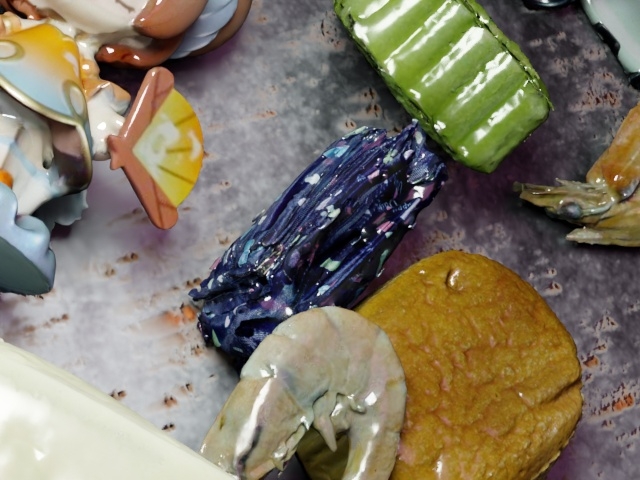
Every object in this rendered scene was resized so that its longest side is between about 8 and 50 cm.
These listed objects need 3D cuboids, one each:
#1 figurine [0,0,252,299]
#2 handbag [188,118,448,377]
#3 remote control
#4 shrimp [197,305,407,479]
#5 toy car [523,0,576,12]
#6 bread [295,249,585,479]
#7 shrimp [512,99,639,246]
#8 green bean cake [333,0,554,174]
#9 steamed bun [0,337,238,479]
[{"bbox_3d":[-0.208,-0.156,1.176,0.276,0.248,0.388,31,70,-20],"label":"figurine"},{"bbox_3d":[0.000,0.000,1.262,0.113,0.162,0.260,48,61,-8],"label":"handbag"},{"bbox_3d":[0.372,-0.199,1.605,0.256,0.045,0.097,47,57,-4],"label":"remote control"},{"bbox_3d":[-0.021,0.170,1.125,0.145,0.059,0.254,34,68,-16],"label":"shrimp"},{"bbox_3d":[0.224,-0.368,1.497,0.255,0.190,0.188,24,64,-18],"label":"toy car"},{"bbox_3d":[0.106,0.139,1.286,0.253,0.142,0.227,-25,79,-31],"label":"bread"},{"bbox_3d":[0.335,-0.077,1.516,0.317,0.077,0.168,-4,86,-29],"label":"shrimp"},{"bbox_3d":[0.111,-0.175,1.363,0.113,0.200,0.214,-41,102,10],"label":"green bean cake"},{"bbox_3d":[-0.269,0.229,0.893,0.456,0.290,0.371,17,65,10],"label":"steamed bun"}]
